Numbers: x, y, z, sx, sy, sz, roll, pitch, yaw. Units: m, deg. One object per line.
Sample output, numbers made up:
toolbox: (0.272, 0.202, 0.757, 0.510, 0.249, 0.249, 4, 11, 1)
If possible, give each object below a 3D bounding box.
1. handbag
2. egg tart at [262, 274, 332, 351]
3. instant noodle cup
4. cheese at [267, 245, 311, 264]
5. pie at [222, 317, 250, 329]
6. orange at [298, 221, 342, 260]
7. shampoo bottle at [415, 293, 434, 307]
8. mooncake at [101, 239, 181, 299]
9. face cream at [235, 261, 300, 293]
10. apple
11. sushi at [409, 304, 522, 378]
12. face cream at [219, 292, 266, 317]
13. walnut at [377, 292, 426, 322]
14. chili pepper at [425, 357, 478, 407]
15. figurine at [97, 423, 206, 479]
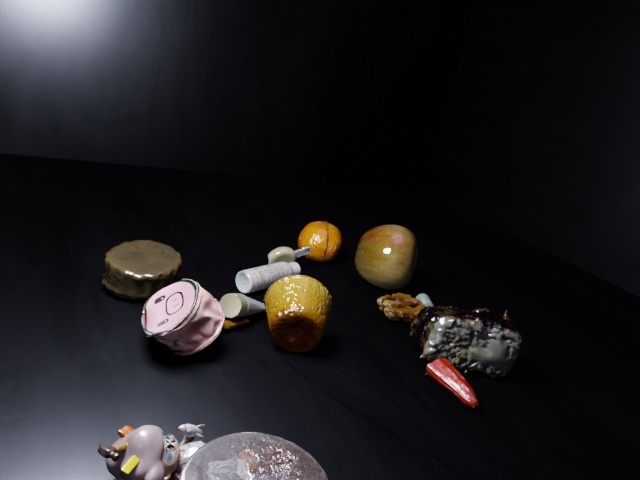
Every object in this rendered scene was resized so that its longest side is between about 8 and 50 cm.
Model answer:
handbag: (-0.352, 0.192, 1.302, 0.179, 0.116, 0.205, -31, 37, -3)
egg tart: (-0.069, 0.214, 1.436, 0.203, 0.202, 0.147, 12, 30, -4)
instant noodle cup: (-0.106, 0.429, 0.732, 0.218, 0.207, 0.217, 12, 17, -4)
cheese: (-0.121, 0.066, 1.970, 0.171, 0.092, 0.047, -3, 38, -22)
pie: (-0.299, 0.235, 1.442, 0.088, 0.033, 0.191, 14, 7, 42)
orange: (0.000, 0.000, 2.128, 0.194, 0.161, 0.193, 7, 21, -3)
shampoo bottle: (0.386, 0.254, 1.809, 0.056, 0.056, 0.195, 10, 18, -8)
mooncake: (-0.545, 0.096, 1.551, 0.229, 0.124, 0.228, 13, 24, -6)
face cream: (-0.173, 0.123, 1.782, 0.082, 0.081, 0.269, 26, 21, 33)
apple: (0.257, 0.060, 1.982, 0.234, 0.256, 0.257, 14, 18, 18)
sushi: (0.452, 0.287, 1.544, 0.344, 0.196, 0.181, 10, 26, -7)
face cream: (-0.221, 0.196, 1.545, 0.114, 0.070, 0.224, 18, -1, 18)
walnut: (0.281, 0.238, 1.767, 0.171, 0.069, 0.143, 4, 22, -20)
chili pepper: (0.370, 0.394, 1.388, 0.088, 0.064, 0.169, 0, 26, -32)
figurine: (-0.287, 0.385, 0.906, 0.229, 0.111, 0.137, 17, 22, -32)
